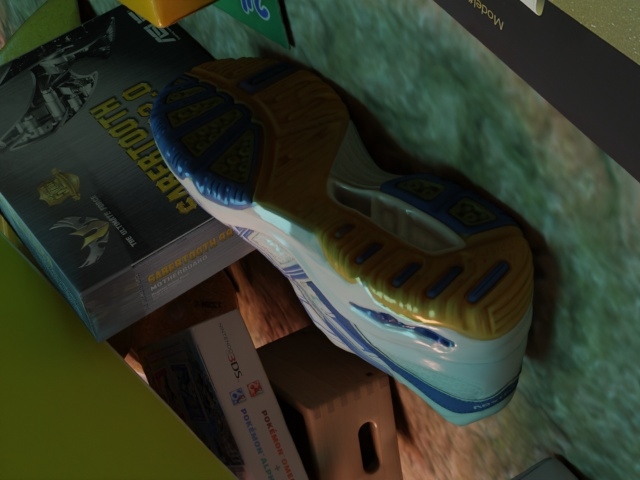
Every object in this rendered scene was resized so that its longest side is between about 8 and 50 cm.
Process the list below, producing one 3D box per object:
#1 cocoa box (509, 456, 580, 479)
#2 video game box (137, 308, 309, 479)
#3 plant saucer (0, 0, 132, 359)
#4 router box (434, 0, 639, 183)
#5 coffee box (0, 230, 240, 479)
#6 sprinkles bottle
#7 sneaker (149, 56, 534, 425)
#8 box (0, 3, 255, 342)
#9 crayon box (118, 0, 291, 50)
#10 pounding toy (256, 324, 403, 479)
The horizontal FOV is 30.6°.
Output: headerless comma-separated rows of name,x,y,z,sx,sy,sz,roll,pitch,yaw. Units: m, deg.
cocoa box,0.130,0.357,0.701,0.231,0.228,0.347,45,156,45
video game box,-0.075,0.157,0.929,0.187,0.048,0.205,66,158,1
plant saucer,-0.265,-0.022,1.126,0.333,0.080,0.333,134,126,-65
router box,0.148,-0.081,0.260,0.309,0.081,0.243,48,158,28
coffee box,-0.288,0.221,0.864,0.337,0.338,0.334,43,157,13
sprinkles bottle,-0.182,0.093,1.236,0.121,0.121,0.355,59,160,-1
sneaker,0.000,0.000,0.686,0.296,0.111,0.131,43,155,39
box,-0.139,-0.061,0.821,0.231,0.183,0.056,46,156,34
crayon box,-0.135,-0.261,0.668,0.203,0.083,0.323,38,152,45
pounding toy,0.010,0.149,0.932,0.130,0.100,0.141,28,133,54
